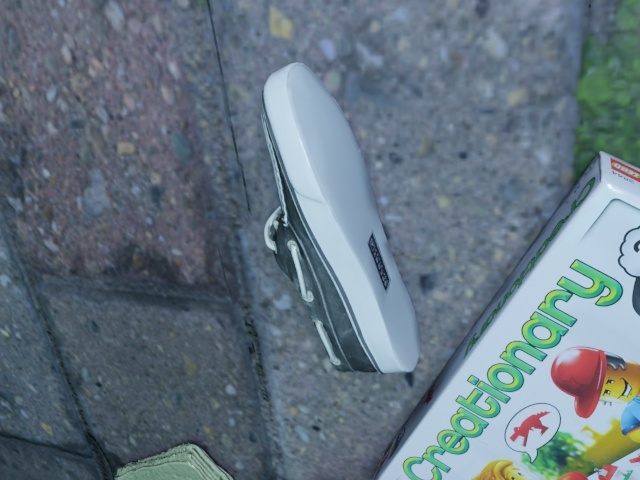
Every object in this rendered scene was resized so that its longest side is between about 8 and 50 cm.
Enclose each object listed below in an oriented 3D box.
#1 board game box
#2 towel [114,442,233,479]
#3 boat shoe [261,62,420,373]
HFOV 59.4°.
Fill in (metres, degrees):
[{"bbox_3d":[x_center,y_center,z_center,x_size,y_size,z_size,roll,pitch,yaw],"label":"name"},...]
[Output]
[{"bbox_3d":[0.179,0.120,0.364,0.193,0.053,0.305,29,124,8],"label":"board game box"},{"bbox_3d":[-0.147,0.270,0.602,0.148,0.027,0.110,-29,103,31],"label":"towel"},{"bbox_3d":[0.000,0.000,0.365,0.070,0.078,0.219,-11,113,27],"label":"boat shoe"}]
